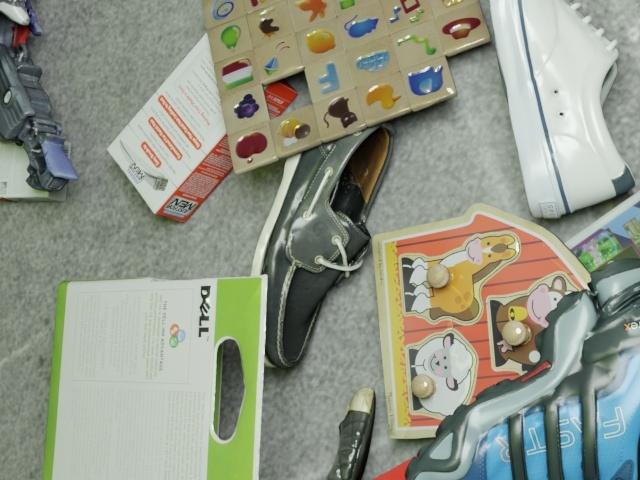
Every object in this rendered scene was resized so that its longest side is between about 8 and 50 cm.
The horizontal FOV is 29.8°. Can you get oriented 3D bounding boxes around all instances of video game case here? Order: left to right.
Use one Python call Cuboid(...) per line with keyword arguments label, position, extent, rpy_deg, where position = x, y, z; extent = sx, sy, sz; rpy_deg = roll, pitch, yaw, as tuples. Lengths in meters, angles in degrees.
Cuboid(label="video game case", position=(0.254, 0.061, 0.899), extent=(0.201, 0.023, 0.183), rpy_deg=(-37, 66, 20))

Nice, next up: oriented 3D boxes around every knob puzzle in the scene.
Cuboid(label="knob puzzle", position=(0.129, 0.063, 0.940), extent=(0.213, 0.030, 0.213), rpy_deg=(-5, 79, 30))

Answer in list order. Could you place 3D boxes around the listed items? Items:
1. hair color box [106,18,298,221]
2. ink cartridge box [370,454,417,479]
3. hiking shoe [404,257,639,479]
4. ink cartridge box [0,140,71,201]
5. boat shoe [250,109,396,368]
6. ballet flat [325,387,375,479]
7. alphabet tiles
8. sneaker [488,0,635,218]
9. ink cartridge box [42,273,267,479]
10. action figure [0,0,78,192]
Cuboid(label="hair color box", position=(-0.111, -0.110, 1.118), extent=(0.167, 0.053, 0.093), rpy_deg=(-46, 62, 14))
Cuboid(label="ink cartridge box", position=(0.082, 0.304, 0.930), extent=(0.296, 0.066, 0.261), rpy_deg=(-34, 68, 21))
Cuboid(label="hiking shoe", position=(0.161, 0.157, 0.833), extent=(0.304, 0.113, 0.132), rpy_deg=(-52, 57, 10))
Cuboid(label="ink cartridge box", position=(-0.311, -0.072, 1.240), extent=(0.115, 0.029, 0.062), rpy_deg=(0, 82, 31))
Cuboid(label="boat shoe", position=(0.000, 0.000, 1.018), extent=(0.079, 0.084, 0.233), rpy_deg=(15, 86, 31))
Cuboid(label="ballet flat", position=(0.004, 0.199, 0.982), extent=(0.049, 0.057, 0.173), rpy_deg=(20, 77, 13))
Cuboid(label="alphabet tiles", position=(0.019, -0.176, 1.035), extent=(0.237, 0.009, 0.198), rpy_deg=(-19, 59, 11))
Cuboid(label="sneaker", position=(0.186, -0.145, 0.946), extent=(0.091, 0.094, 0.258), rpy_deg=(-11, 80, 9))
Cuboid(label="ink cartridge box", position=(-0.117, 0.129, 1.031), extent=(0.255, 0.097, 0.188), rpy_deg=(-4, 80, 39))
Cuboid(label="action figure", position=(-0.385, -0.149, 1.190), extent=(0.330, 0.178, 0.341), rpy_deg=(-49, 52, 13))
